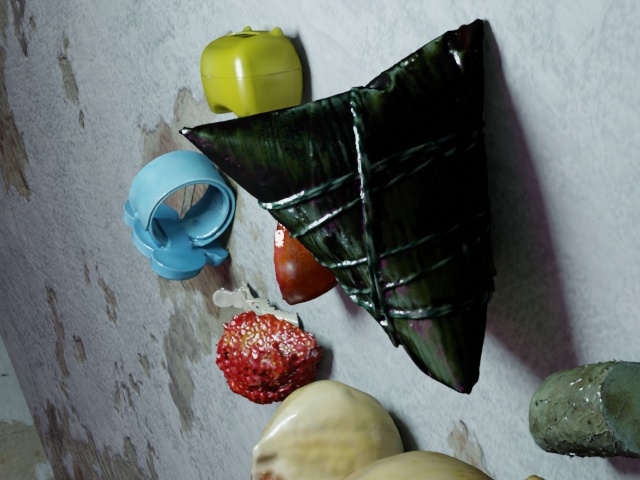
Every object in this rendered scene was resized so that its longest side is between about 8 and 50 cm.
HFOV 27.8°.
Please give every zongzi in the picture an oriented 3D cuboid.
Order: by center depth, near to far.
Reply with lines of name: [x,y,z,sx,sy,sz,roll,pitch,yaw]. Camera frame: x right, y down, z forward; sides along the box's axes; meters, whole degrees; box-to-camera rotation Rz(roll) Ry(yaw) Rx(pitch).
zongzi: [0.029,-0.043,1.504,0.319,0.362,0.384,-121,24,-72]

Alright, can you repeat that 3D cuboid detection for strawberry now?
strawberry: [-0.077,0.206,2.080,0.228,0.098,0.174,5,128,51]

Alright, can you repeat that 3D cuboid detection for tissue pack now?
tissue pack: [-0.107,-0.254,1.948,0.178,0.123,0.127,18,121,62]

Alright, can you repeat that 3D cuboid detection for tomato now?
tomato: [0.000,0.000,1.873,0.173,0.099,0.189,71,-151,-48]

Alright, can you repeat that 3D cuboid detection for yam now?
yam: [0.289,0.179,1.349,0.183,0.107,0.107,-24,79,65]

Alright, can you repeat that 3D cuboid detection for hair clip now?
hair clip: [-0.108,0.116,2.173,0.226,0.072,0.034,28,128,57]

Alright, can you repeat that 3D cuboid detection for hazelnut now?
hazelnut: [0.000,0.323,1.849,0.261,0.241,0.261,-44,37,46]

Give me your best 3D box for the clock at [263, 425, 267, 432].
clock: [-0.048,0.402,2.129,0.162,0.092,0.166,-124,34,-49]

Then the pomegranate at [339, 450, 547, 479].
pomegranate: [0.146,0.421,1.462,0.411,0.411,0.412,37,133,54]

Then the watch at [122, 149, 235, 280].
watch: [-0.238,-0.057,2.267,0.211,0.210,0.193,55,132,40]
